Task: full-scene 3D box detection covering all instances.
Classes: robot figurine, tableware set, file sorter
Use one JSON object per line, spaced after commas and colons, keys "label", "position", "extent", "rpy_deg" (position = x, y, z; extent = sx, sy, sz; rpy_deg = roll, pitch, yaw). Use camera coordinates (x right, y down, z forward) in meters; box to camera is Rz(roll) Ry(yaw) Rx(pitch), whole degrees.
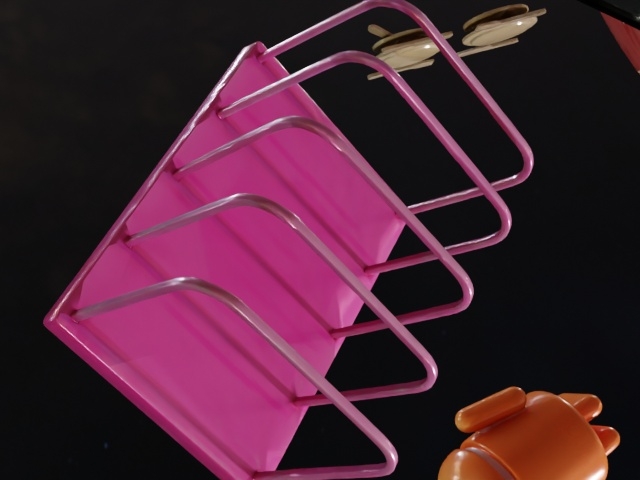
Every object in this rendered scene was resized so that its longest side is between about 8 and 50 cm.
{"label": "robot figurine", "position": [0.215, 0.246, 1.172], "extent": [0.219, 0.158, 0.128], "rpy_deg": [-33, -135, -22]}
{"label": "tableware set", "position": [0.145, -0.234, 1.223], "extent": [0.194, 0.128, 0.039], "rpy_deg": [-15, -94, -7]}
{"label": "file sorter", "position": [0.000, 0.000, 0.764], "extent": [0.202, 0.182, 0.290], "rpy_deg": [46, -127, -23]}

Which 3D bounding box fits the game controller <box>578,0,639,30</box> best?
{"label": "game controller", "position": [0.151, -0.210, 0.599], "extent": [0.319, 0.067, 0.166], "rpy_deg": [28, -118, 6]}

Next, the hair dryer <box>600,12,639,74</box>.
{"label": "hair dryer", "position": [0.250, -0.203, 0.826], "extent": [0.080, 0.293, 0.223], "rpy_deg": [-22, -136, 12]}
